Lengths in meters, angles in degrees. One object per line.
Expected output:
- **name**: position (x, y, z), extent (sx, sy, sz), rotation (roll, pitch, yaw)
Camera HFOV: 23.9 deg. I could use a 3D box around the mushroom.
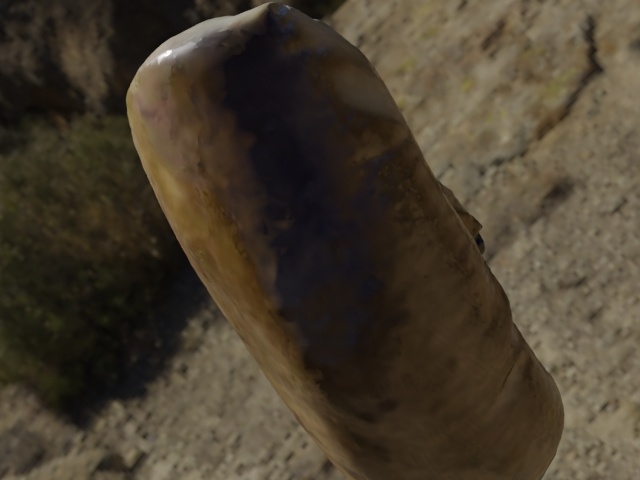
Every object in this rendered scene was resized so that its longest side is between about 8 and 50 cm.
- **mushroom**: position (0.005, 0.023, 1.136), extent (0.224, 0.397, 0.314), rotation (-27, 53, 9)
